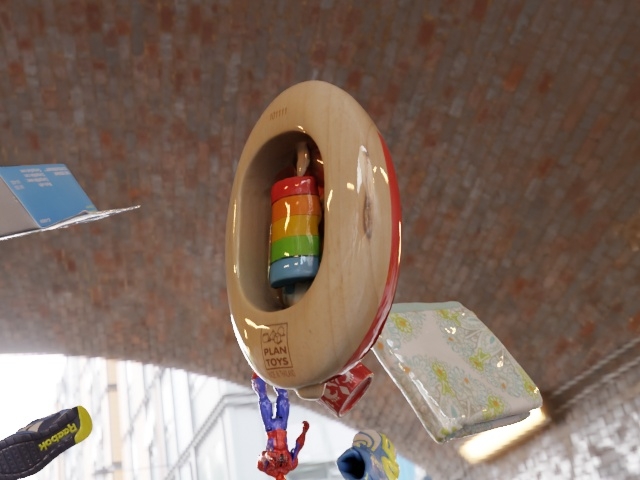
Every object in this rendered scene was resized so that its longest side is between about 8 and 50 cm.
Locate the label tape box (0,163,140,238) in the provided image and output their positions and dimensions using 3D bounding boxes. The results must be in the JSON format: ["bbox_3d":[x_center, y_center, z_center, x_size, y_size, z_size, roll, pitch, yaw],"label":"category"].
[{"bbox_3d":[-0.487,-0.057,1.407,0.347,0.115,0.249,-13,4,8],"label":"label tape box"}]

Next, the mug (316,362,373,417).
[{"bbox_3d":[-0.002,0.191,1.486,0.113,0.169,0.150,-38,-23,-34],"label":"mug"}]

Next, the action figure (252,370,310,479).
[{"bbox_3d":[-0.074,0.324,1.688,0.091,0.281,0.139,2,-22,-21],"label":"action figure"}]

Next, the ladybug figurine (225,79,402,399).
[{"bbox_3d":[0.000,0.000,1.291,0.161,0.450,0.305,15,-19,-41],"label":"ladybug figurine"}]

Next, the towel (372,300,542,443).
[{"bbox_3d":[0.289,0.272,2.002,0.374,0.320,0.090,0,-46,-45],"label":"towel"}]

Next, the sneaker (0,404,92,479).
[{"bbox_3d":[-0.340,0.242,1.080,0.059,0.053,0.144,-14,5,41],"label":"sneaker"}]

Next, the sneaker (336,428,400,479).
[{"bbox_3d":[0.083,0.402,1.699,0.091,0.240,0.126,-41,-67,4],"label":"sneaker"}]
